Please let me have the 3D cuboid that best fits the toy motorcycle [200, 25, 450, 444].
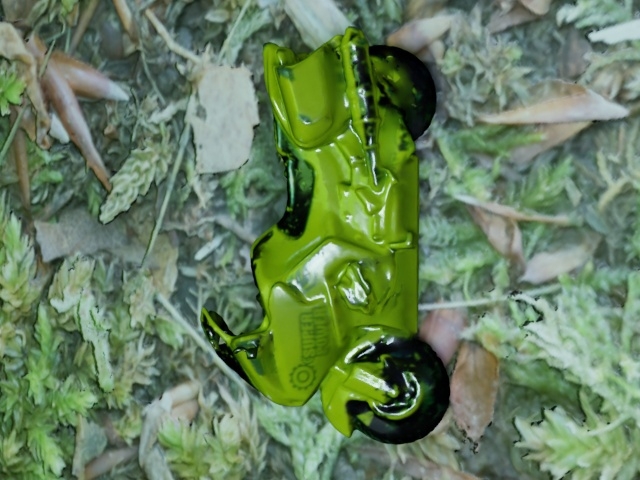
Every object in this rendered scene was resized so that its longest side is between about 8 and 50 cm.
[{"bbox_3d":[0.000,0.000,1.149,0.206,0.142,0.342,-1,88,-2],"label":"toy motorcycle"}]
